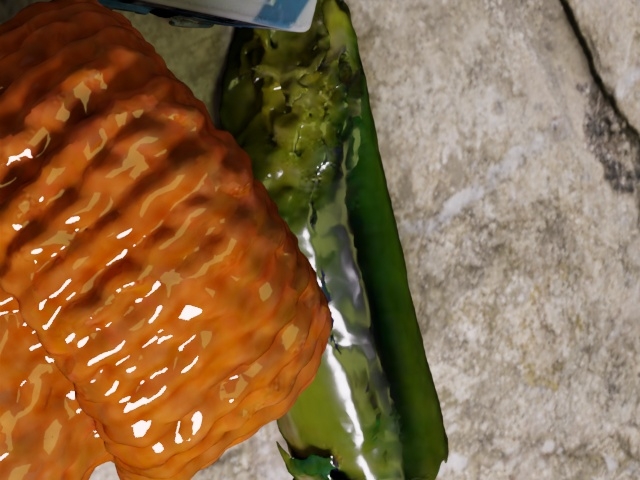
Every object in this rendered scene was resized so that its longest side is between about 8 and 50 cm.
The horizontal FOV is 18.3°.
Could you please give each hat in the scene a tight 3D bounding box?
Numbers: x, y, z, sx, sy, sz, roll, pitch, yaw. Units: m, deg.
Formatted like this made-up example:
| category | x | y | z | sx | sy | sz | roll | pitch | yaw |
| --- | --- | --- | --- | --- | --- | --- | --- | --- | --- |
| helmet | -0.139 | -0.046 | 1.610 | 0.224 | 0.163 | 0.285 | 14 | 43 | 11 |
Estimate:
| category | x | y | z | sx | sy | sz | roll | pitch | yaw |
| --- | --- | --- | --- | --- | --- | --- | --- | --- | --- |
| hat | -0.213 | 0.053 | 1.159 | 0.400 | 0.285 | 0.285 | -31 | 121 | -1 |

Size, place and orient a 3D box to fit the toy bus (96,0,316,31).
| category | x | y | z | sx | sy | sz | roll | pitch | yaw |
| --- | --- | --- | --- | --- | --- | --- | --- | --- | --- |
| toy bus | -0.143 | -0.192 | 1.184 | 0.297 | 0.131 | 0.106 | 7 | 95 | -40 |

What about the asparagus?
| category | x | y | z | sx | sy | sz | roll | pitch | yaw |
| --- | --- | --- | --- | --- | --- | --- | --- | --- | --- |
| asparagus | 0.000 | 0.000 | 1.361 | 0.128 | 0.108 | 0.382 | -24 | 112 | -31 |
